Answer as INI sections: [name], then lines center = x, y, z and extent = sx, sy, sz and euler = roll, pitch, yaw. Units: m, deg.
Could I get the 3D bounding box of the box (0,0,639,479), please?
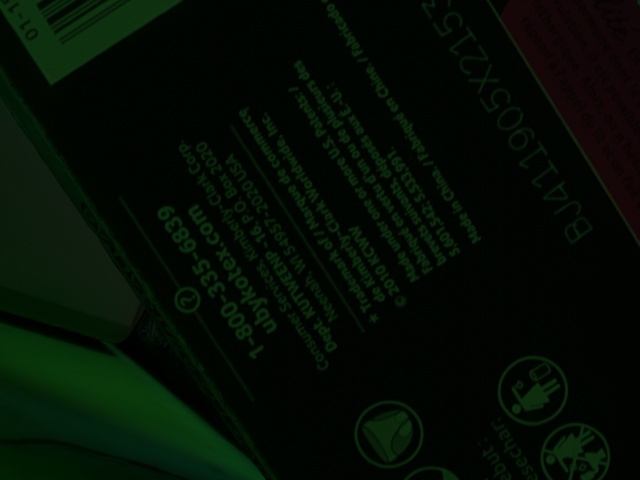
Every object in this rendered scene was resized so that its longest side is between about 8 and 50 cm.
[box]
center = 0.019, -0.041, 0.516
extent = 0.247, 0.163, 0.142
euler = 57, 4, -6

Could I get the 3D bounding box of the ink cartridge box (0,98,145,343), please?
[ink cartridge box]
center = -0.187, -0.094, 0.700
extent = 0.211, 0.121, 0.289
euler = 20, 9, -38

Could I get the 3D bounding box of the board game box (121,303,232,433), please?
[board game box]
center = 0.019, 0.060, 0.711
extent = 0.186, 0.026, 0.126
euler = 20, 9, -43
